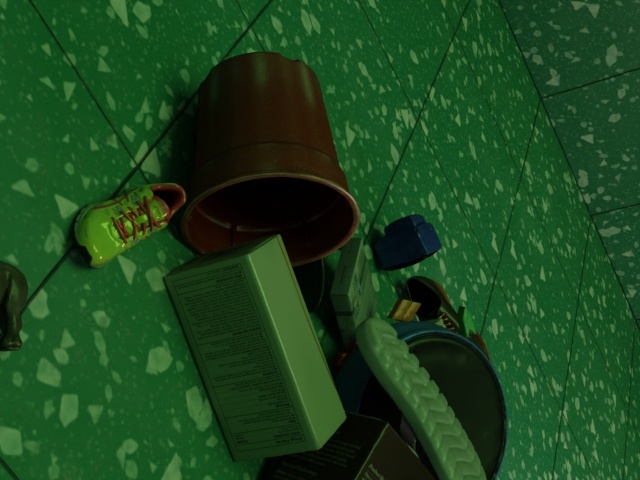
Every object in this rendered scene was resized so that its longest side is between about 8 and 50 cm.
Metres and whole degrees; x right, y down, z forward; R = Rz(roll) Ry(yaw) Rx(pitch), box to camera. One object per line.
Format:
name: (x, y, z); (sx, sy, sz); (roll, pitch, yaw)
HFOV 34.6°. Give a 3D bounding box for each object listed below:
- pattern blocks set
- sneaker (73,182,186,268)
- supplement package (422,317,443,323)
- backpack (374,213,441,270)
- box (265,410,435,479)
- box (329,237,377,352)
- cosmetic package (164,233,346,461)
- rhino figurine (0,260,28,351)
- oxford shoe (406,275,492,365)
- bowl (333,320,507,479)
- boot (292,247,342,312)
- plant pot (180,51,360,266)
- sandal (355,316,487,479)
pattern blocks set: (0.189, 0.249, 1.934); (0.325, 0.026, 0.285); (-33, 106, -31)
sneaker: (-0.258, -0.033, 1.417); (0.081, 0.094, 0.208); (66, 31, -19)
supplement package: (0.184, 0.240, 2.051); (0.179, 0.105, 0.105); (-36, 110, -59)
backpack: (0.174, 0.006, 2.132); (0.098, 0.120, 0.101); (-10, 76, -59)
box: (0.036, 0.393, 1.594); (0.203, 0.167, 0.168); (-56, 127, -26)
box: (0.065, 0.110, 1.916); (0.186, 0.038, 0.145); (73, 24, -43)
cosmetic package: (-0.095, 0.163, 1.546); (0.113, 0.160, 0.309); (-37, 110, -60)
rhino figurine: (-0.416, 0.063, 1.120); (0.243, 0.073, 0.106); (14, 69, -56)
oxford shoe: (0.259, 0.188, 2.149); (0.271, 0.097, 0.098); (54, 12, 27)
bowl: (0.185, 0.341, 1.864); (0.391, 0.077, 0.391); (2, 86, -34)
boot: (0.000, 0.000, 1.868); (0.229, 0.091, 0.262); (6, 79, -68)
plant pot: (-0.086, -0.134, 1.619); (0.272, 0.272, 0.265); (37, 39, -48)
sandal: (0.166, 0.323, 1.718); (0.416, 0.102, 0.169); (61, 21, 11)
